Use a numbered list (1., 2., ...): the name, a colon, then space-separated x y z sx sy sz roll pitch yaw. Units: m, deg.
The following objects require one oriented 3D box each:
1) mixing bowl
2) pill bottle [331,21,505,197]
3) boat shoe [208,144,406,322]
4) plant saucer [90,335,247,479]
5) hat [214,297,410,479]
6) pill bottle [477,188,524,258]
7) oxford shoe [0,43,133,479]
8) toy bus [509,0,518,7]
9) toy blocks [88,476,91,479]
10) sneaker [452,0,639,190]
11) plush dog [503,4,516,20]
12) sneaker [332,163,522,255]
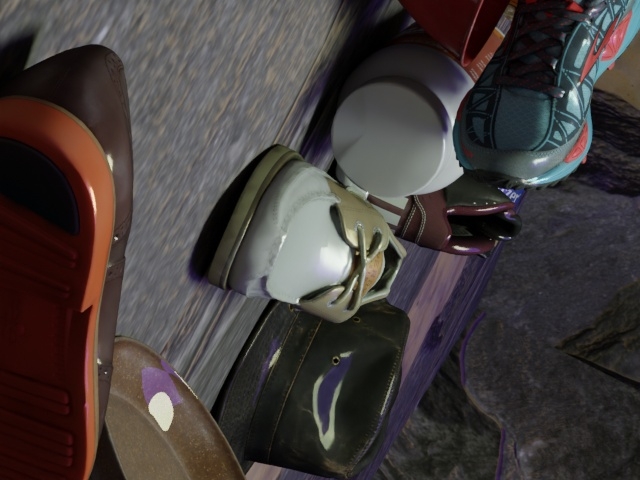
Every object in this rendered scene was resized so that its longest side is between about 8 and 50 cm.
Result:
1. mixing bowl: 0.101 -0.226 1.355 0.181 0.098 0.181 -61 173 -13
2. pill bottle: 0.084 -0.107 1.533 0.121 0.121 0.216 -67 170 24
3. boat shoe: 0.000 0.000 1.422 0.113 0.103 0.302 -65 171 9
4. plant saucer: -0.095 0.155 1.190 0.036 0.199 0.198 -29 177 12
5. hat: 0.008 0.140 1.786 0.331 0.134 0.331 -61 172 -15
6. pill bottle: 0.178 -0.102 2.080 0.219 0.122 0.123 -64 171 1
7. oxford shoe: -0.125 0.036 0.863 0.098 0.096 0.271 -61 173 -51
8. toy bus: 0.203 -0.356 1.549 0.333 0.108 0.130 -62 169 -2
9. toy blocks: -0.113 0.213 1.237 0.054 0.148 0.123 -58 172 18
10. sneaker: 0.164 -0.152 1.408 0.125 0.104 0.262 81 29 -48
11. plush dog: 0.265 -0.293 1.871 0.225 0.211 0.262 -32 -169 10
12. sneaker: 0.118 -0.059 1.732 0.281 0.162 0.106 -50 164 -54
